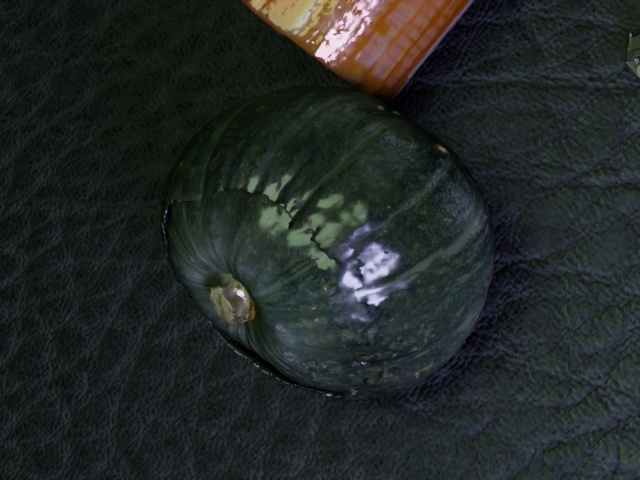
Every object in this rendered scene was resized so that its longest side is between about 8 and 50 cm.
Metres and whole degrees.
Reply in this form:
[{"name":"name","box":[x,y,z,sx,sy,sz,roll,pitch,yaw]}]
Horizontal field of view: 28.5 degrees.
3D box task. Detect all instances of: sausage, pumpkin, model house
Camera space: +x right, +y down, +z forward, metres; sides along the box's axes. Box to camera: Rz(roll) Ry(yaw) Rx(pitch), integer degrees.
[{"name":"sausage","box":[0.070,-0.313,1.300,0.233,0.233,0.287,45,102,27]},{"name":"pumpkin","box":[0.000,0.000,1.246,0.327,0.292,0.257,23,50,41]},{"name":"model house","box":[0.347,-0.191,1.237,0.083,0.057,0.058,-18,44,42]}]
